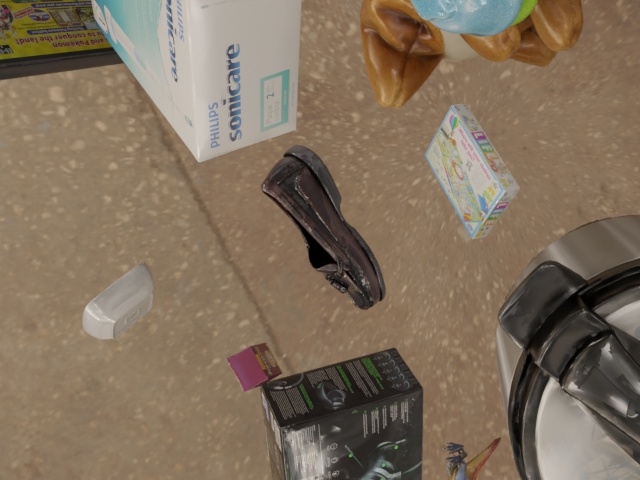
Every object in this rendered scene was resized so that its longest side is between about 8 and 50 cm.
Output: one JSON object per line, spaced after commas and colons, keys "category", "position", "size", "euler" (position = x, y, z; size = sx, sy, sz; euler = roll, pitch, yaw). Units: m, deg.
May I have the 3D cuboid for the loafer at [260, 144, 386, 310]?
{"category": "loafer", "position": [0.000, 0.000, 1.282], "size": [0.095, 0.109, 0.302], "euler": [-43, 124, -23]}

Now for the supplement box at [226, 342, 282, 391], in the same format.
{"category": "supplement box", "position": [-0.094, 0.181, 1.220], "size": [0.043, 0.083, 0.055], "euler": [-30, 82, 9]}

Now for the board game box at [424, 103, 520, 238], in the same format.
{"category": "board game box", "position": [0.201, -0.094, 1.147], "size": [0.026, 0.103, 0.154], "euler": [-9, 57, -25]}

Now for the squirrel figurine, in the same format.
{"category": "squirrel figurine", "position": [0.201, -0.411, 1.039], "size": [0.281, 0.370, 0.396], "euler": [-11, 78, -14]}

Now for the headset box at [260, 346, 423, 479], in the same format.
{"category": "headset box", "position": [0.051, 0.350, 1.538], "size": [0.283, 0.131, 0.246], "euler": [-14, 123, -14]}

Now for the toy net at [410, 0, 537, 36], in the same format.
{"category": "toy net", "position": [0.059, -0.184, 0.339], "size": [0.045, 0.232, 0.122], "euler": [-31, 71, -22]}

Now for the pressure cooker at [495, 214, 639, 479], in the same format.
{"category": "pressure cooker", "position": [0.389, 0.176, 0.940], "size": [0.370, 0.420, 0.375], "euler": [-4, 100, 10]}

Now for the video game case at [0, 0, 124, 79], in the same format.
{"category": "video game case", "position": [-0.401, -0.334, 1.146], "size": [0.035, 0.275, 0.248], "euler": [-41, 80, 37]}

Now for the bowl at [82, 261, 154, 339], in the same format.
{"category": "bowl", "position": [-0.348, 0.116, 1.493], "size": [0.053, 0.142, 0.142], "euler": [46, 62, 9]}

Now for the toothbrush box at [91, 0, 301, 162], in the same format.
{"category": "toothbrush box", "position": [-0.145, -0.263, 0.904], "size": [0.126, 0.216, 0.295], "euler": [-21, 51, -22]}

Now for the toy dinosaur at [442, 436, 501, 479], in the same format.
{"category": "toy dinosaur", "position": [0.114, 0.214, 0.699], "size": [0.090, 0.047, 0.082], "euler": [-8, 104, -3]}
